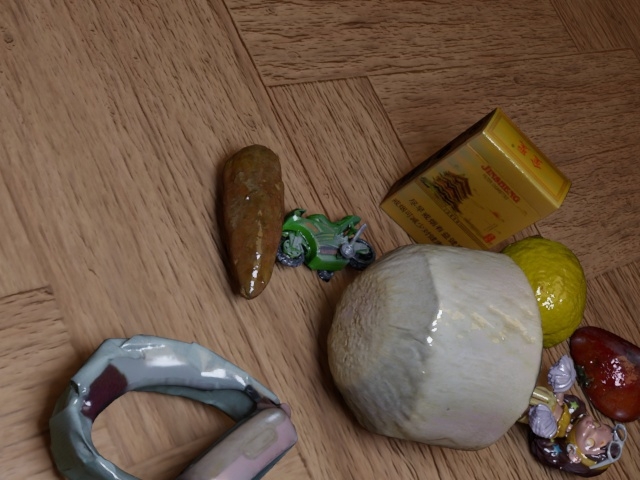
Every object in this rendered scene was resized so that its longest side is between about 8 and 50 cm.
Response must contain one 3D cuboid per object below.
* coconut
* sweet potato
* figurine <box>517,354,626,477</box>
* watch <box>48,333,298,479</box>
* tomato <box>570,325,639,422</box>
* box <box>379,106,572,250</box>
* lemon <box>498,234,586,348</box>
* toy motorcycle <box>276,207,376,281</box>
[{"bbox_3d":[0.183,0.148,1.362,0.329,0.329,0.328,19,54,-29],"label":"coconut"},{"bbox_3d":[-0.097,-0.025,1.388,0.097,0.097,0.251,18,55,-30],"label":"sweet potato"},{"bbox_3d":[0.378,0.288,1.556,0.240,0.116,0.174,40,44,-4],"label":"figurine"},{"bbox_3d":[-0.187,0.223,1.143,0.241,0.162,0.253,46,41,11],"label":"watch"},{"bbox_3d":[0.550,0.228,1.739,0.173,0.099,0.189,2,62,-36],"label":"tomato"},{"bbox_3d":[0.246,-0.074,1.559,0.174,0.274,0.076,43,50,-9],"label":"box"},{"bbox_3d":[0.365,0.089,1.623,0.181,0.180,0.193,25,26,-24],"label":"lemon"},{"bbox_3d":[0.000,0.000,1.471,0.190,0.074,0.106,3,54,-37],"label":"toy motorcycle"}]
